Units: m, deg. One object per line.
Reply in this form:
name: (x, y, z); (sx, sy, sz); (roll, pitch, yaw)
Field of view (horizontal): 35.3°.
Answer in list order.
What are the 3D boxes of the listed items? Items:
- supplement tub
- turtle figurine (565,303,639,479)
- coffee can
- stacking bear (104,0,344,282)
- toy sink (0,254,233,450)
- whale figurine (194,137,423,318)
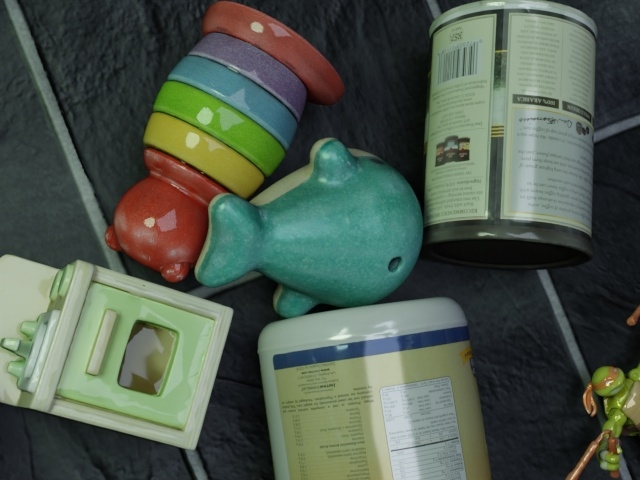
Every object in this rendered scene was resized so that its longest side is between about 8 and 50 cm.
supplement tub: (0.063, 0.229, 1.063); (0.228, 0.228, 0.316); (-6, 84, -19)
turtle figurine: (0.400, 0.227, 1.251); (0.217, 0.087, 0.269); (40, 63, -17)
coffee can: (0.221, -0.116, 1.184); (0.202, 0.201, 0.275); (8, 79, -17)
stacking bear: (-0.122, -0.096, 1.094); (0.175, 0.164, 0.289); (27, 83, 11)
toy sink: (-0.230, 0.110, 1.026); (0.234, 0.131, 0.152); (20, 75, -20)
whale figurine: (0.000, 0.000, 1.077); (0.272, 0.141, 0.216); (-6, 121, -44)
